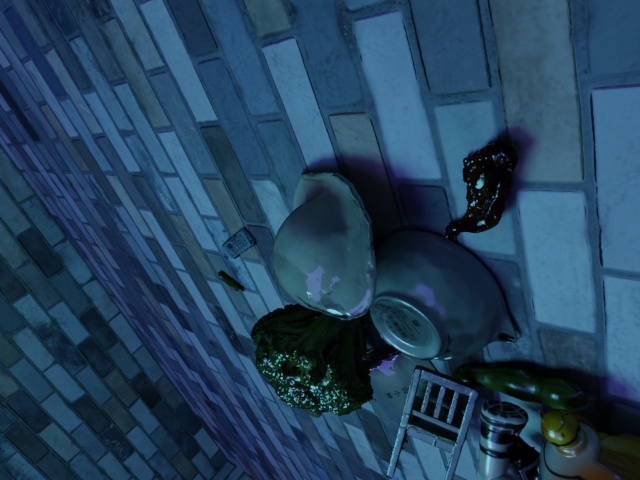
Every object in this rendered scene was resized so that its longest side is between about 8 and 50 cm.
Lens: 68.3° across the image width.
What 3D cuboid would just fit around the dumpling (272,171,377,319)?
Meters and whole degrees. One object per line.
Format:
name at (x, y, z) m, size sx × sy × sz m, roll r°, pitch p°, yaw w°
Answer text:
dumpling at (-0.001, -0.001, 0.896) m, size 0.182 × 0.341 × 0.259 m, roll 2°, pitch 99°, yaw -1°

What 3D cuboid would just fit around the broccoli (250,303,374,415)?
broccoli at (0.014, 0.230, 1.008) m, size 0.304 × 0.283 × 0.321 m, roll 35°, pitch -178°, yaw -9°

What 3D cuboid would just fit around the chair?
chair at (0.246, 0.384, 1.009) m, size 0.137 × 0.147 × 0.270 m, roll 16°, pitch 104°, yaw 21°

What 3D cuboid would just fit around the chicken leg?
chicken leg at (0.230, -0.058, 0.681) m, size 0.093 × 0.053 × 0.204 m, roll 51°, pitch 147°, yaw 38°

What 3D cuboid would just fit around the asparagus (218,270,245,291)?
asparagus at (-0.275, 0.131, 1.453) m, size 0.108 × 0.025 × 0.021 m, roll 34°, pitch 135°, yaw 18°

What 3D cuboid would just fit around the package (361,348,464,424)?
package at (0.195, 0.350, 1.142) m, size 0.251 × 0.062 × 0.203 m, roll -26°, pitch 105°, yaw 42°

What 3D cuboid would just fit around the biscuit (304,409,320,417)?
biscuit at (-0.047, 0.591, 1.687) m, size 0.120 × 0.015 × 0.120 m, roll 29°, pitch 143°, yaw 25°

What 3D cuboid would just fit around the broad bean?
broad bean at (0.354, 0.272, 0.885) m, size 0.098 × 0.056 × 0.318 m, roll 40°, pitch 154°, yaw -9°

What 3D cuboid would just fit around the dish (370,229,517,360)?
dish at (0.184, 0.127, 0.859) m, size 0.303 × 0.120 × 0.302 m, roll 29°, pitch 142°, yaw 26°

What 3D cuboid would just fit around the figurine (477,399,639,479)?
figurine at (0.437, 0.405, 0.785) m, size 0.323 × 0.196 × 0.320 m, roll 2°, pitch 140°, yaw 42°

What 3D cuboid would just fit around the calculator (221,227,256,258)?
calculator at (-0.224, 0.012, 1.282) m, size 0.057 × 0.018 × 0.172 m, roll 53°, pitch 147°, yaw -6°
